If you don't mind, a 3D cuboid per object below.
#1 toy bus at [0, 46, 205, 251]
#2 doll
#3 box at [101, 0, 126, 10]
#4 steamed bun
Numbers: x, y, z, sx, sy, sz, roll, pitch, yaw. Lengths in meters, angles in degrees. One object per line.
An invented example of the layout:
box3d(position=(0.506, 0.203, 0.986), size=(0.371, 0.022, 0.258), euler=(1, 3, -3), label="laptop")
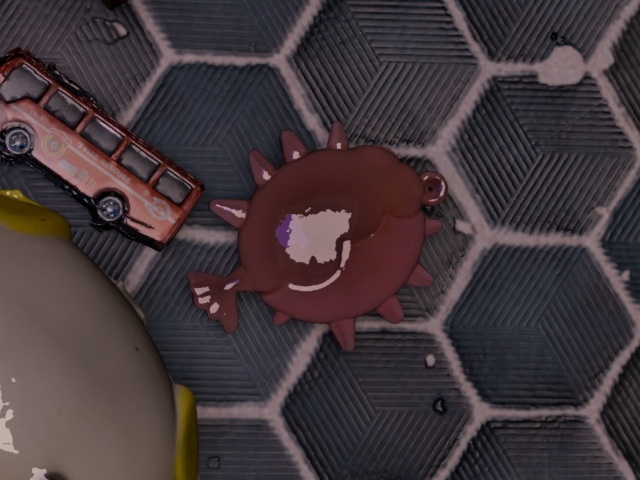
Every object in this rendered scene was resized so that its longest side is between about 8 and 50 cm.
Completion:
box3d(position=(-0.223, -0.082, 1.765), size=(0.235, 0.073, 0.096), euler=(38, 76, -4), label="toy bus")
box3d(position=(0.000, 0.000, 1.770), size=(0.262, 0.093, 0.211), euler=(-33, 95, -6), label="doll")
box3d(position=(-0.238, -0.330, 1.725), size=(0.074, 0.153, 0.240), euler=(-37, 92, -1), label="box")
box3d(position=(-0.291, 0.151, 1.630), size=(0.334, 0.334, 0.374), euler=(-37, 98, -5), label="steamed bun")
